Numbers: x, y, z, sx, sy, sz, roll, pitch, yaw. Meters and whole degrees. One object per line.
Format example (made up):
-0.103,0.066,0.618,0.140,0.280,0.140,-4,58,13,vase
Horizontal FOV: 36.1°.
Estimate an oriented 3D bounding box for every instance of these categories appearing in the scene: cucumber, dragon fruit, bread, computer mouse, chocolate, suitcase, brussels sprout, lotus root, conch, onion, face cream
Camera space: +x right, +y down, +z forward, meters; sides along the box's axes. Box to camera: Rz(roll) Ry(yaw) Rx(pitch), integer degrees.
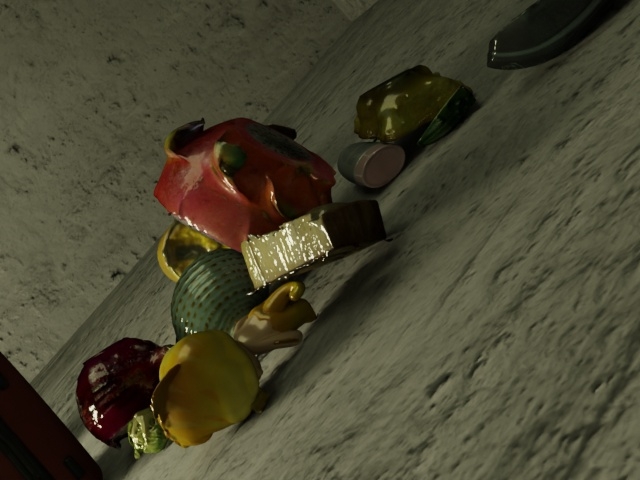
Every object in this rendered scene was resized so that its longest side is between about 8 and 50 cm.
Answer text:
0.185,-0.176,1.439,0.107,0.035,0.067,-52,1,9,cucumber
-0.106,-0.089,1.519,0.290,0.291,0.189,-103,38,-76,dragon fruit
0.131,-0.222,1.576,0.161,0.088,0.233,-24,10,-10,bread
0.318,-0.288,1.278,0.231,0.071,0.126,-33,0,11,computer mouse
-0.261,0.024,2.062,0.162,0.162,0.445,-48,8,-11,chocolate
-0.488,0.316,1.482,0.161,0.297,0.236,-44,9,-35,suitcase
-0.234,0.261,1.381,0.085,0.058,0.085,-29,6,3,brussels sprout
0.000,0.000,1.257,0.170,0.074,0.261,-16,-5,-36,lotus root
-0.160,0.094,1.487,0.172,0.131,0.200,-43,12,10,conch
-0.277,0.197,1.458,0.198,0.135,0.173,-49,-9,21,onion
0.078,-0.123,1.575,0.084,0.057,0.198,-43,14,-2,face cream

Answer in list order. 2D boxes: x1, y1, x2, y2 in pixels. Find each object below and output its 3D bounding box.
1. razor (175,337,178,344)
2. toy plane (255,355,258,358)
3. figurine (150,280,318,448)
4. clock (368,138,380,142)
-0.204,0.147,1.643,0.090,0.054,0.148,-51,10,12,razor
-0.090,0.144,1.328,0.083,0.031,0.078,-41,28,33,toy plane
-0.108,0.147,1.194,0.156,0.131,0.246,15,46,37,figurine
0.104,-0.181,1.782,0.083,0.010,0.074,-27,22,55,clock
